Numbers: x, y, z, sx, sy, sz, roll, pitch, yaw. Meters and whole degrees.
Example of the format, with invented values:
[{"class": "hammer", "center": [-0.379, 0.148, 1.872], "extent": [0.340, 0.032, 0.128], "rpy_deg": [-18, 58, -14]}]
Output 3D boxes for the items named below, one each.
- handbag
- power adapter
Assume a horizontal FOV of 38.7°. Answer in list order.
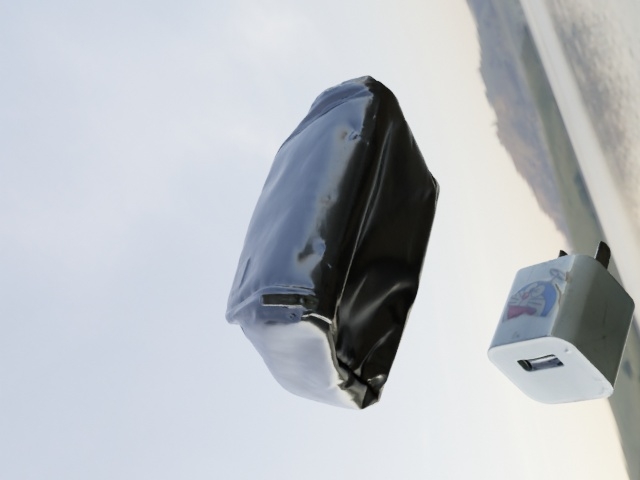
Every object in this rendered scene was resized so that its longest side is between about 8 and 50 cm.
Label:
[{"class": "handbag", "center": [-0.002, 0.000, 0.969], "extent": [0.275, 0.178, 0.301], "rpy_deg": [51, -129, -54]}, {"class": "power adapter", "center": [0.312, 0.085, 1.144], "extent": [0.125, 0.130, 0.204], "rpy_deg": [43, -128, -21]}]
